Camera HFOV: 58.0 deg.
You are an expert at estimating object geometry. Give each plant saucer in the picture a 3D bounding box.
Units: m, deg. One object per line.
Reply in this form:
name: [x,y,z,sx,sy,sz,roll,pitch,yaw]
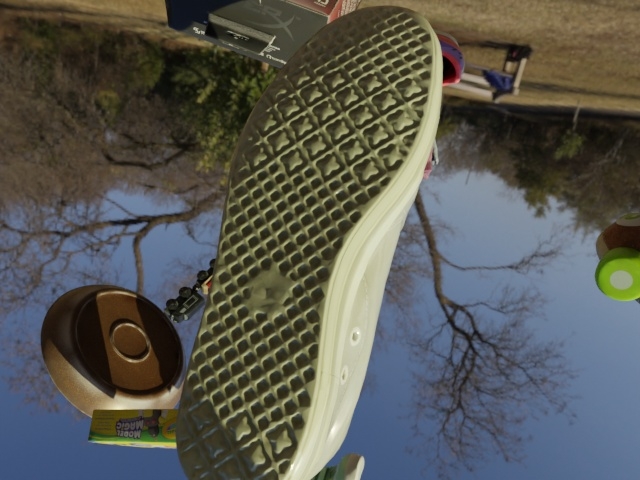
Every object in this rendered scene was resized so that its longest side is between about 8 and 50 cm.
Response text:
plant saucer: [-0.381,0.207,1.127,0.310,0.050,0.311,37,-150,-26]

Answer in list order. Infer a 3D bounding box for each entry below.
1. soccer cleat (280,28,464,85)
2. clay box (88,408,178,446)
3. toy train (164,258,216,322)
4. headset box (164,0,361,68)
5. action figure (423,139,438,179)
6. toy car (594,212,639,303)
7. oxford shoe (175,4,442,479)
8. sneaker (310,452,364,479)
soccer cleat: [0.087,-0.304,0.990,0.317,0.109,0.116,-2,-145,0]
clay box: [-0.221,0.289,0.879,0.221,0.053,0.127,-6,156,23]
toy train: [-0.129,0.045,0.725,0.036,0.027,0.158,37,-120,13]
headset box: [-0.055,-0.354,0.756,0.217,0.110,0.293,21,-120,4]
action figure: [0.070,-0.202,1.189,0.369,0.276,0.248,-14,-128,-16]
toy car: [0.402,-0.002,0.591,0.149,0.188,0.155,46,-143,10]
oxford shoe: [0.000,0.000,0.513,0.169,0.450,0.130,11,167,23]
sneaker: [-0.027,0.401,0.921,0.151,0.256,0.094,24,-140,4]
